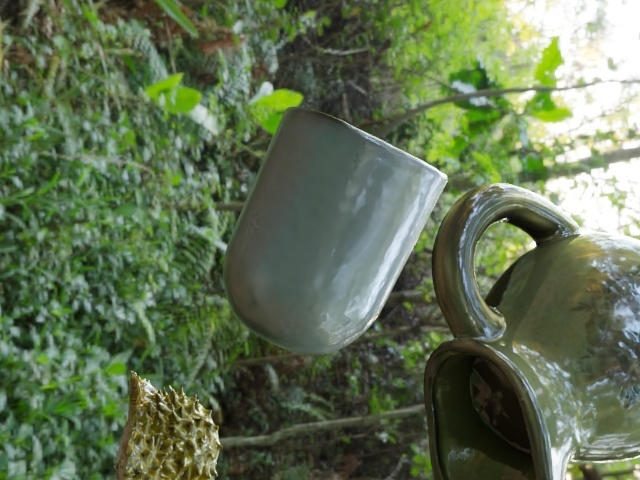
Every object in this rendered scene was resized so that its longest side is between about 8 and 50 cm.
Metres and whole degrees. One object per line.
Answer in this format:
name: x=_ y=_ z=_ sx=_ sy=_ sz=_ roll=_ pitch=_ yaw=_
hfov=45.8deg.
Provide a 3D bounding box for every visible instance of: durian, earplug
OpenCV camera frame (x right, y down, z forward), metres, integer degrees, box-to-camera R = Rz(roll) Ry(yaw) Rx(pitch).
durian: x=-0.289 y=0.406 z=1.440 sx=0.185 sy=0.195 sz=0.305 roll=124 pitch=-27 yaw=-62
earplug: x=0.000 y=0.000 z=1.335 sx=0.394 sy=0.312 sz=0.312 roll=-65 pitch=173 yaw=1

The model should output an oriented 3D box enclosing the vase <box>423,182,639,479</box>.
vase: x=0.226 y=0.097 z=0.781 sx=0.329 sy=0.302 sz=0.241 roll=63 pitch=-30 yaw=0
